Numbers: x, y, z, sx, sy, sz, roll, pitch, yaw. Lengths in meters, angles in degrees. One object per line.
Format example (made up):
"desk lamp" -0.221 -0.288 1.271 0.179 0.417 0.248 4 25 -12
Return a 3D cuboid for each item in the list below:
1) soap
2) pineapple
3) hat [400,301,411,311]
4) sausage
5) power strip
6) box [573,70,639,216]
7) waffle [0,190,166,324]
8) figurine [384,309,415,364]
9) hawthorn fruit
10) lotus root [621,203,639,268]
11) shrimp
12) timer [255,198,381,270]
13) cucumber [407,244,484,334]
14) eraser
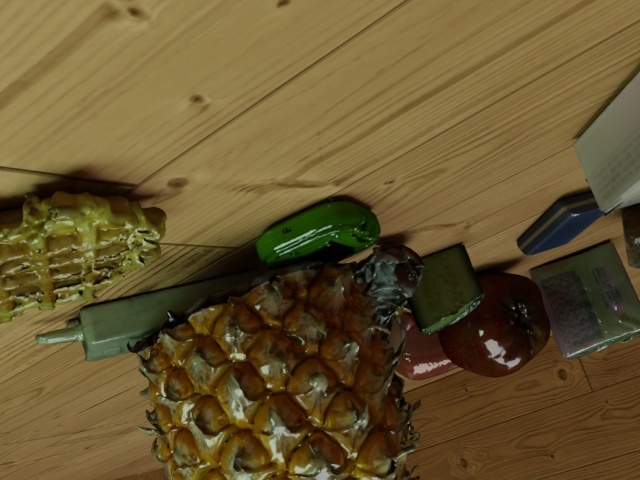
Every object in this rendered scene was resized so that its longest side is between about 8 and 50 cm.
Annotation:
"soap" 0.555 0.129 1.755 0.182 0.199 0.138 -23 167 13
"pineapple" -0.038 0.207 1.021 0.352 0.300 0.352 -22 169 -4
"hat" 0.170 0.086 1.440 0.076 0.059 0.077 5 151 -18
"sausage" 0.254 0.216 1.821 0.254 0.148 0.148 -16 164 -10
"power strip" -0.210 0.099 1.072 0.288 0.053 0.093 -13 163 -20
"box" 0.415 -0.133 0.890 0.203 0.106 0.251 -14 165 -10
"waffle" -0.273 0.018 0.730 0.291 0.051 0.291 -16 163 -5
"figurine" 0.072 0.177 1.536 0.186 0.176 0.287 -68 165 14
"hawthorn fruit" 0.307 0.159 1.630 0.208 0.208 0.248 -7 177 -35
"lotus root" 0.566 -0.010 1.464 0.081 0.112 0.122 -9 136 20
"shrimp" 0.027 0.144 1.285 0.410 0.221 0.166 -50 175 29
"timer" 0.000 0.000 0.979 0.128 0.047 0.140 -25 163 19
"cucumber" 0.191 0.077 1.331 0.116 0.115 0.062 -23 161 5
"eraser" 0.383 -0.026 1.338 0.082 0.036 0.225 -15 164 -10
